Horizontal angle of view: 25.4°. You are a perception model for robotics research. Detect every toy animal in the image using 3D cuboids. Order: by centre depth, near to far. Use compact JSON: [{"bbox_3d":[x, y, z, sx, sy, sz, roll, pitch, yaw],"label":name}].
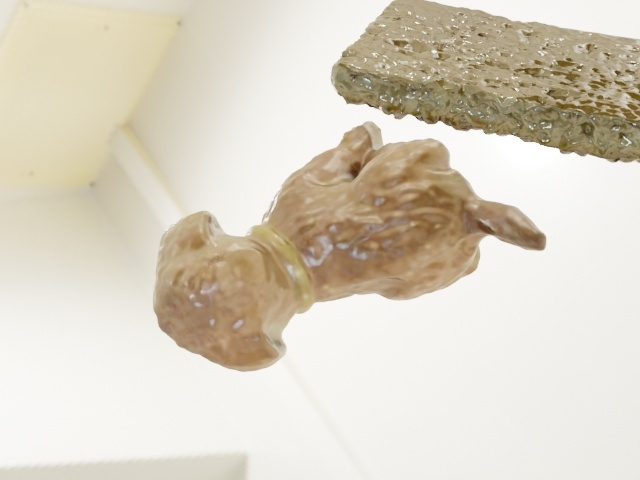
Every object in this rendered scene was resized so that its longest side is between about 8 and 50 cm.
[{"bbox_3d":[0.006,0.012,0.807,0.185,0.184,0.104,-21,-70,-28],"label":"toy animal"}]

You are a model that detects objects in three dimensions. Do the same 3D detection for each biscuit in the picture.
[{"bbox_3d":[0.130,-0.062,0.613,0.131,0.237,0.026,-59,-21,-62],"label":"biscuit"}]
